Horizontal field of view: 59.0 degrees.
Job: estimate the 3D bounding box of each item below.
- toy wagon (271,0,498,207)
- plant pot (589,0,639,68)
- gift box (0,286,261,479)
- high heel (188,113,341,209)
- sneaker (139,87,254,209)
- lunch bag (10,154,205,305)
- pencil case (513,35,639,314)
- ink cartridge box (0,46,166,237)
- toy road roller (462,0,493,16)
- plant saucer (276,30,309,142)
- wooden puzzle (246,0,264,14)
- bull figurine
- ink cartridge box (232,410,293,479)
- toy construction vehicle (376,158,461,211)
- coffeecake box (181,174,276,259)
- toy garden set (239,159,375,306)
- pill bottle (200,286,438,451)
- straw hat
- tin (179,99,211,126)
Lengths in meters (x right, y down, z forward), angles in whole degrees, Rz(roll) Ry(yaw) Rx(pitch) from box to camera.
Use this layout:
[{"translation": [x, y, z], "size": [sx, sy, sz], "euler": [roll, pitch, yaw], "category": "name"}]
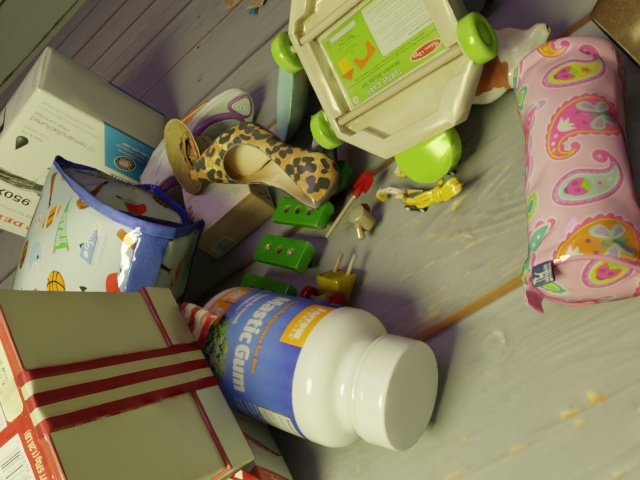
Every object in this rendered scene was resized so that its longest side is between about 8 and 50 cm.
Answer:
[{"translation": [0.086, -0.207, 0.704], "size": [0.267, 0.344, 0.068], "euler": [-22, 7, 45], "category": "toy wagon"}, {"translation": [0.389, -0.270, 0.539], "size": [0.230, 0.215, 0.215], "euler": [-44, 41, 30], "category": "plant pot"}, {"translation": [-0.224, 0.196, 0.574], "size": [0.276, 0.258, 0.255], "euler": [-34, 71, 18], "category": "gift box"}, {"translation": [-0.096, -0.093, 0.841], "size": [0.261, 0.093, 0.186], "euler": [-15, 45, 16], "category": "high heel"}, {"translation": [-0.261, -0.195, 1.127], "size": [0.305, 0.114, 0.152], "euler": [-47, 50, 8], "category": "sneaker"}, {"translation": [-0.339, 0.074, 0.899], "size": [0.385, 0.239, 0.327], "euler": [29, 102, 56], "category": "lunch bag"}, {"translation": [0.257, -0.070, 0.573], "size": [0.124, 0.124, 0.284], "euler": [-13, 57, 37], "category": "pencil case"}, {"translation": [-0.576, -0.176, 1.262], "size": [0.395, 0.286, 0.166], "euler": [-39, 44, 26], "category": "ink cartridge box"}, {"translation": [0.078, -0.409, 0.870], "size": [0.330, 0.241, 0.202], "euler": [-31, 46, 24], "category": "toy road roller"}, {"translation": [-0.047, -0.262, 0.986], "size": [0.195, 0.038, 0.194], "euler": [-179, 90, -78], "category": "plant saucer"}, {"translation": [-0.144, -0.592, 1.370], "size": [0.079, 0.014, 0.116], "euler": [22, 79, 52], "category": "wooden puzzle"}, {"translation": [0.139, -0.239, 0.762], "size": [0.310, 0.188, 0.101], "euler": [-21, 12, 41], "category": "bull figurine"}, {"translation": [-0.106, 0.289, 0.692], "size": [0.115, 0.067, 0.198], "euler": [-51, 29, 2], "category": "ink cartridge box"}, {"translation": [0.128, -0.085, 0.764], "size": [0.098, 0.035, 0.085], "euler": [13, 73, 47], "category": "toy construction vehicle"}, {"translation": [-0.171, -0.083, 1.013], "size": [0.142, 0.068, 0.185], "euler": [-39, 44, 17], "category": "coffeecake box"}, {"translation": [0.000, 0.000, 0.820], "size": [0.204, 0.049, 0.244], "euler": [9, 70, 47], "category": "toy garden set"}, {"translation": [-0.013, 0.143, 0.647], "size": [0.272, 0.152, 0.152], "euler": [5, 67, 39], "category": "pill bottle"}, {"translation": [-0.217, -0.155, 1.003], "size": [0.061, 0.144, 0.144], "euler": [-24, 29, -32], "category": "straw hat"}, {"translation": [-0.285, -0.235, 1.245], "size": [0.190, 0.040, 0.106], "euler": [-28, 52, 28], "category": "tin"}]
